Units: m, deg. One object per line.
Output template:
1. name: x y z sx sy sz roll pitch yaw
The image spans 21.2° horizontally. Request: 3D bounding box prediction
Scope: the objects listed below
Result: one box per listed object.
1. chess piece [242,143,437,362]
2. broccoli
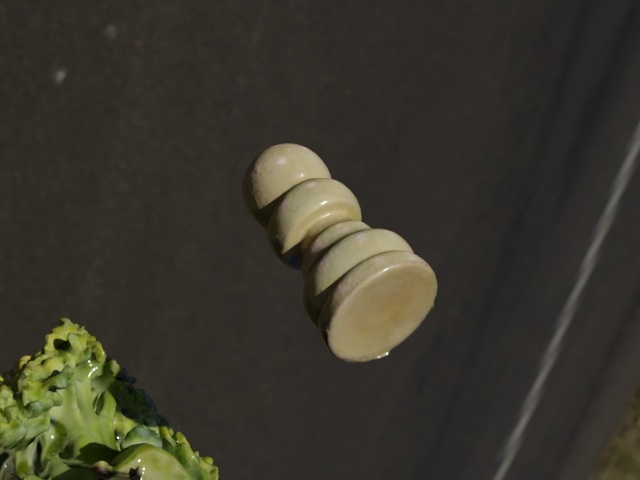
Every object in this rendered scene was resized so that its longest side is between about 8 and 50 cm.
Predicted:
1. chess piece: 0.000 0.000 1.231 0.094 0.170 0.094 -25 141 -21
2. broccoli: -0.170 0.160 1.343 0.273 0.242 0.180 -32 -153 43
